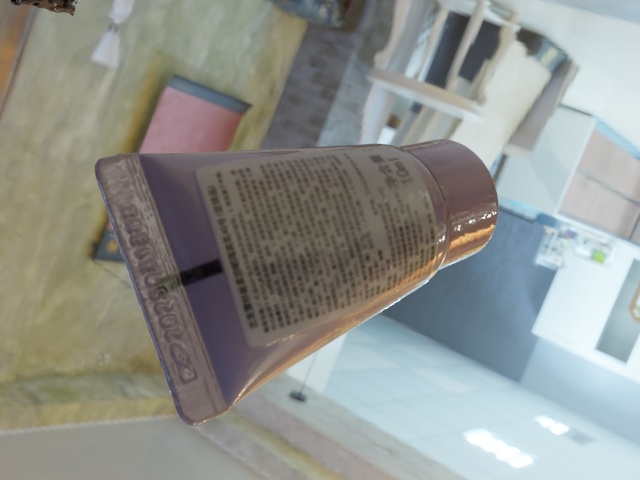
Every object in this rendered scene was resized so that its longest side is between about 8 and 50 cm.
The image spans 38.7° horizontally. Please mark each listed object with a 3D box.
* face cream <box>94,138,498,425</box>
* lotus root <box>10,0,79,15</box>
[{"bbox_3d":[0.000,0.000,0.575,0.274,0.154,0.096,-16,178,-42],"label":"face cream"},{"bbox_3d":[-0.285,-0.396,0.921,0.167,0.329,0.078,-6,175,-28],"label":"lotus root"}]
